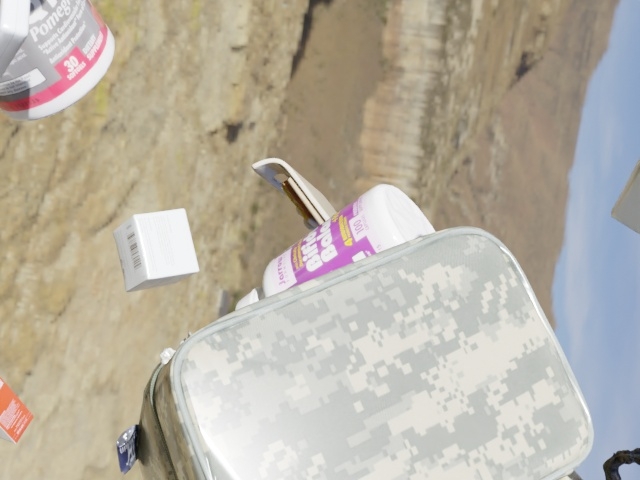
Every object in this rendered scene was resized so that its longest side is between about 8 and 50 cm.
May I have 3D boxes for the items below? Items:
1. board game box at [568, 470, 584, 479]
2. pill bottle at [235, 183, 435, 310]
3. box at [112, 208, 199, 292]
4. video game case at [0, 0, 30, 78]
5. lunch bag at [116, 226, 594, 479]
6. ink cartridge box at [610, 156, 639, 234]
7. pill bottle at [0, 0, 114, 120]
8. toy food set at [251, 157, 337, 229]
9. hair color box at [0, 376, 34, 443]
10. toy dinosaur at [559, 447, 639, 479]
[{"bbox_3d":[0.157,0.397,1.227,0.390,0.050,0.390,-48,-149,4],"label":"board game box"},{"bbox_3d":[0.022,0.063,1.454,0.169,0.302,0.169,43,24,-25],"label":"pill bottle"},{"bbox_3d":[-0.250,0.015,1.487,0.102,0.087,0.101,-26,-104,57],"label":"box"},{"bbox_3d":[-0.280,-0.204,0.824,0.212,0.023,0.193,-31,-125,51],"label":"video game case"},{"bbox_3d":[0.010,0.144,0.775,0.212,0.305,0.256,64,-23,10],"label":"lunch bag"},{"bbox_3d":[0.442,-0.044,0.662,0.279,0.385,0.160,-49,164,-25],"label":"ink cartridge box"},{"bbox_3d":[-0.395,-0.306,1.152,0.318,0.176,0.176,58,38,-46],"label":"pill bottle"},{"bbox_3d":[0.000,0.000,1.746,0.092,0.306,0.220,-39,160,6],"label":"toy food set"},{"bbox_3d":[-0.489,0.222,1.407,0.167,0.093,0.053,77,34,-55],"label":"hair color box"},{"bbox_3d":[0.293,0.277,0.986,0.118,0.064,0.268,-54,-135,27],"label":"toy dinosaur"}]
